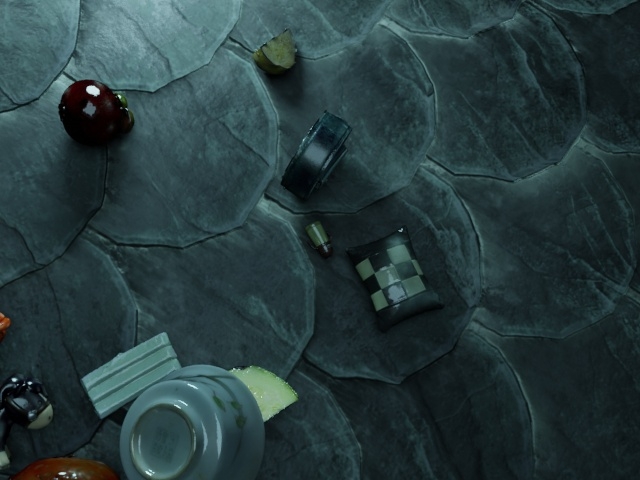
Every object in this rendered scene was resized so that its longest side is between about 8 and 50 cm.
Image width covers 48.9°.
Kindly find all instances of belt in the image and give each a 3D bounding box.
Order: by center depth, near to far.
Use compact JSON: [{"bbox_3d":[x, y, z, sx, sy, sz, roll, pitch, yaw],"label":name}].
[{"bbox_3d":[-0.001,-0.228,1.858,0.116,0.206,0.267,32,68,-1],"label":"belt"}]

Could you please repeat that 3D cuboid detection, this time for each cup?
[{"bbox_3d":[-0.313,0.450,1.585,0.347,0.163,0.347,-5,75,19],"label":"cup"}]

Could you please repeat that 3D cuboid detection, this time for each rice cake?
[{"bbox_3d":[-0.466,0.331,1.742,0.237,0.043,0.127,-27,81,-13],"label":"rice cake"}]

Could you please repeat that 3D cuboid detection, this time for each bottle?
[{"bbox_3d":[-0.002,0.001,1.883,0.063,0.047,0.101,-29,84,7],"label":"bottle"}]

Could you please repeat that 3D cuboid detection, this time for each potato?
[{"bbox_3d":[-0.129,-0.520,1.998,0.100,0.089,0.172,48,42,-13],"label":"potato"}]

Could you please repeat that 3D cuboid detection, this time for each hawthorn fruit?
[{"bbox_3d":[-0.560,0.627,1.533,0.316,0.316,0.315,2,75,-6],"label":"hawthorn fruit"}]

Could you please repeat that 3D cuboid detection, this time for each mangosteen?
[{"bbox_3d":[-0.583,-0.334,1.850,0.200,0.200,0.199,2,75,-6],"label":"mangosteen"}]

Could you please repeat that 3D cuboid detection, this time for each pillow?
[{"bbox_3d":[0.193,0.098,1.847,0.186,0.106,0.249,-19,74,-12],"label":"pillow"}]

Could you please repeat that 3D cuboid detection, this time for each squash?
[{"bbox_3d":[-0.178,0.401,1.743,0.192,0.085,0.184,-23,47,-41],"label":"squash"}]

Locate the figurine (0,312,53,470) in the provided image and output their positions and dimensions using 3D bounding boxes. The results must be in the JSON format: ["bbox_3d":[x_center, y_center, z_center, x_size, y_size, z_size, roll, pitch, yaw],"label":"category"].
[{"bbox_3d":[-0.809,0.341,1.623,0.306,0.241,0.411,-35,92,-5],"label":"figurine"}]
